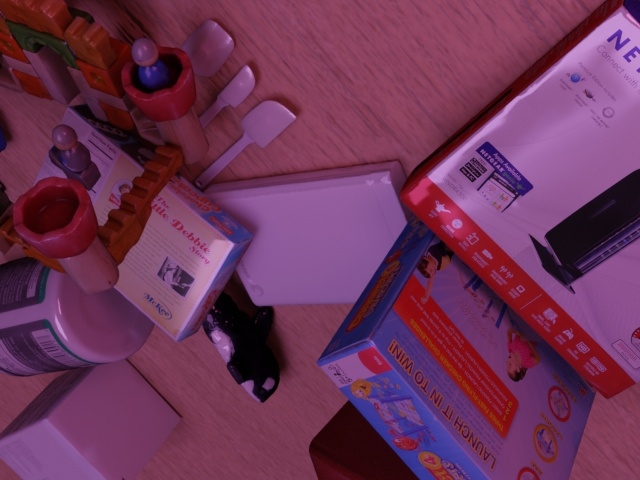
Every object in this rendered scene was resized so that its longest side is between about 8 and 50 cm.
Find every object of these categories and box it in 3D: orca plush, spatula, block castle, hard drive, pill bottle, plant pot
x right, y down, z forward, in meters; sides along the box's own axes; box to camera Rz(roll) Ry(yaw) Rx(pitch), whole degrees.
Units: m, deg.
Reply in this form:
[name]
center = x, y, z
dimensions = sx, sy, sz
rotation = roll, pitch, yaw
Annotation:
[orca plush]
center = -0.128, 0.121, 1.377
dimensions = 0.287, 0.102, 0.151
rotation = 59, 178, -7
[spatula]
center = -0.151, -0.171, 1.176
dimensions = 0.168, 0.019, 0.242
rotation = 46, 139, -10
[block castle]
center = -0.390, -0.156, 1.086
dimensions = 0.453, 0.303, 0.213
rotation = 21, 153, 22
[hard drive]
center = 0.000, 0.000, 1.203
dimensions = 0.308, 0.040, 0.203
rotation = -4, 122, 34
[pill bottle]
center = -0.462, 0.121, 1.476
dimensions = 0.361, 0.204, 0.204
rotation = -13, 118, 39
[plant pot]
center = 0.142, 0.332, 1.250
dimensions = 0.236, 0.267, 0.267
rotation = 13, 132, 40

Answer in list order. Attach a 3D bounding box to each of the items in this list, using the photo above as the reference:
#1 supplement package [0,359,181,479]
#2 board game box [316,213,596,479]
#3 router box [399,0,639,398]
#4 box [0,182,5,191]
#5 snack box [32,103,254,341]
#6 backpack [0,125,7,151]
[supplement package]
center = -0.449, 0.368, 1.675
dimensions = 0.263, 0.198, 0.199
rotation = -28, 107, 44
[board game box]
center = 0.181, 0.138, 1.013
dimensions = 0.086, 0.302, 0.308
rotation = -29, 107, 43
[router box]
center = 0.305, -0.034, 0.912
dimensions = 0.335, 0.082, 0.301
rotation = 43, 125, -6
[box]
center = -0.672, -0.137, 1.502
dimensions = 0.183, 0.056, 0.231
rotation = -21, 112, 42
[snack box]
center = -0.266, -0.028, 1.255
dimensions = 0.322, 0.060, 0.187
rotation = 39, 116, 13
[backpack]
center = -0.565, -0.170, 1.376
dimensions = 0.120, 0.098, 0.101
rotation = 13, 130, 25
